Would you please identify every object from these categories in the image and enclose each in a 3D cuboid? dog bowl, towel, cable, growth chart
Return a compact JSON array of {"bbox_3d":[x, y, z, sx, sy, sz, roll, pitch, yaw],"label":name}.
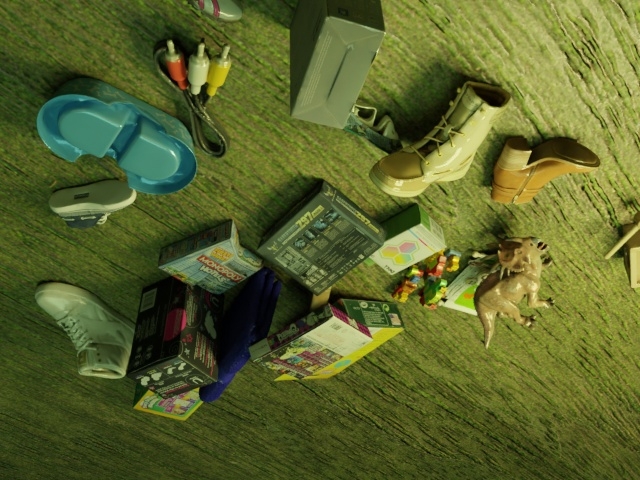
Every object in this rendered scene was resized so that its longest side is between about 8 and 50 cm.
[{"bbox_3d":[-0.369,-0.195,1.327,0.297,0.074,0.166,25,133,-26],"label":"dog bowl"},{"bbox_3d":[-0.190,0.232,1.712,0.076,0.228,0.308,23,133,-17],"label":"towel"},{"bbox_3d":[-0.228,-0.248,1.276,0.139,0.072,0.287,6,139,-2],"label":"cable"},{"bbox_3d":[0.397,0.112,1.759,0.171,0.021,0.237,11,138,-16],"label":"growth chart"}]

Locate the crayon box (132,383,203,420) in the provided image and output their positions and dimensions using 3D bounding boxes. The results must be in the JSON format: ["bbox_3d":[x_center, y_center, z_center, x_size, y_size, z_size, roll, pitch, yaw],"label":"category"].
[{"bbox_3d":[-0.401,0.403,2.012,0.165,0.081,0.278,21,134,-24],"label":"crayon box"}]

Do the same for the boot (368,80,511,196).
[{"bbox_3d":[0.219,-0.186,1.288,0.262,0.095,0.203,-15,149,-38],"label":"boot"}]

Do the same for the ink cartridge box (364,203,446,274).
[{"bbox_3d":[0.165,0.012,1.599,0.209,0.062,0.109,-28,133,28],"label":"ink cartridge box"}]

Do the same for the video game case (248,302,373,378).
[{"bbox_3d":[-0.016,0.233,1.601,0.210,0.042,0.232,-31,150,14],"label":"video game case"}]

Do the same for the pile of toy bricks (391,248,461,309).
[{"bbox_3d":[0.262,0.111,1.685,0.118,0.105,0.212,17,136,-21],"label":"pile of toy bricks"}]

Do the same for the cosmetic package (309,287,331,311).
[{"bbox_3d":[-0.001,0.118,1.718,0.041,0.060,0.115,3,141,-7],"label":"cosmetic package"}]

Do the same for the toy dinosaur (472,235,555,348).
[{"bbox_3d":[0.422,0.100,1.630,0.200,0.127,0.296,26,113,-25],"label":"toy dinosaur"}]

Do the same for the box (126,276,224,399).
[{"bbox_3d":[-0.336,0.221,1.678,0.163,0.247,0.142,-23,134,23],"label":"box"}]

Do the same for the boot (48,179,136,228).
[{"bbox_3d":[-0.460,-0.072,1.482,0.189,0.069,0.086,-3,147,13],"label":"boot"}]

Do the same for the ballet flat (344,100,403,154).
[{"bbox_3d":[0.098,-0.215,1.338,0.188,0.070,0.070,22,134,-30],"label":"ballet flat"}]

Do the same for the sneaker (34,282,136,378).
[{"bbox_3d":[-0.578,0.231,1.742,0.108,0.169,0.292,-28,132,29],"label":"sneaker"}]

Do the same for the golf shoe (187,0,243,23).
[{"bbox_3d":[-0.184,-0.408,1.095,0.086,0.068,0.186,-34,130,30],"label":"golf shoe"}]

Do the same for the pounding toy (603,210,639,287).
[{"bbox_3d":[0.722,0.000,1.595,0.181,0.094,0.206,-9,130,15],"label":"pounding toy"}]

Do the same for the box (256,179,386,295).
[{"bbox_3d":[0.000,0.000,1.549,0.183,0.059,0.232,37,127,-16],"label":"box"}]

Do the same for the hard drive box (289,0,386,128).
[{"bbox_3d":[0.018,-0.318,1.082,0.089,0.232,0.181,10,138,-15],"label":"hard drive box"}]

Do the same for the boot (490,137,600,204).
[{"bbox_3d":[0.448,-0.131,1.443,0.197,0.073,0.152,10,138,4],"label":"boot"}]

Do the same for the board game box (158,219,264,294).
[{"bbox_3d":[-0.230,0.042,1.619,0.194,0.060,0.194,-31,131,30],"label":"board game box"}]

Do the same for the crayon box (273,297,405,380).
[{"bbox_3d":[0.034,0.260,1.823,0.202,0.081,0.318,9,141,-43],"label":"crayon box"}]
